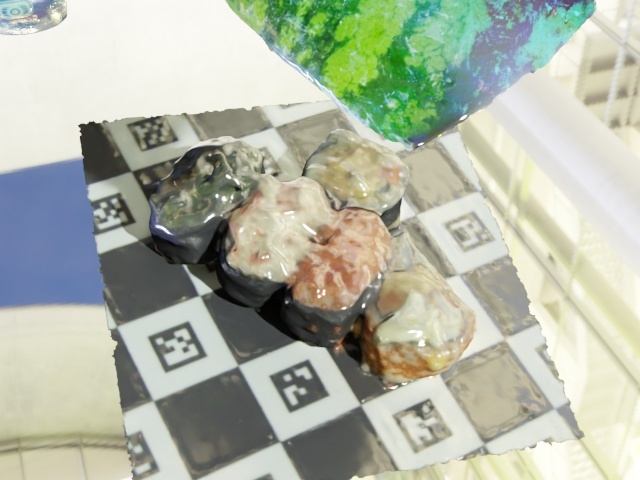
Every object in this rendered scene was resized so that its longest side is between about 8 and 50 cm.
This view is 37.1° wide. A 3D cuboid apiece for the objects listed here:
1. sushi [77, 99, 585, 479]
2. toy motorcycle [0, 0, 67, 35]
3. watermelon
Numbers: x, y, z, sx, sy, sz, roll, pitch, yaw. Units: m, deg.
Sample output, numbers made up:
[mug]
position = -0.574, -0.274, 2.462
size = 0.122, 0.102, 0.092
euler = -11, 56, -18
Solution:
[sushi]
position = 0.000, 0.000, 0.689
size = 0.320, 0.339, 0.068
euler = -6, -34, -15
[toy motorcycle]
position = -0.273, -0.300, 0.837
size = 0.125, 0.331, 0.196
euler = -8, -56, -7
[watermelon]
position = 0.074, -0.148, 0.484
size = 0.231, 0.146, 0.128
euler = -36, -33, 8
